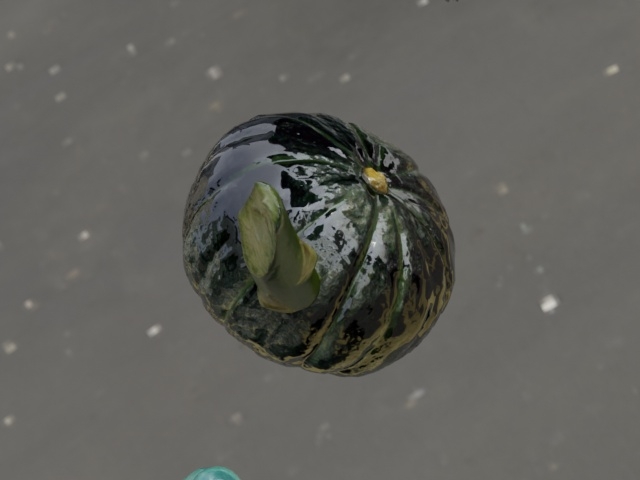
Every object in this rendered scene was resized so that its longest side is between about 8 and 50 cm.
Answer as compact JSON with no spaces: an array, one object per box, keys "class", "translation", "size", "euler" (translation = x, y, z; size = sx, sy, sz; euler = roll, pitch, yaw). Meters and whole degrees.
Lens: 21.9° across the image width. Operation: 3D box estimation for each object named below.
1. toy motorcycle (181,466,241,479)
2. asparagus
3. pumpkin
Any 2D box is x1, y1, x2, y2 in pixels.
[{"class":"toy motorcycle","translation":[-0.073,0.258,1.301],"size":[0.296,0.198,0.109],"euler":[-10,35,36]},{"class":"asparagus","translation":[-0.029,0.007,1.046],"size":[0.045,0.178,0.041],"euler":[16,75,12]},{"class":"pumpkin","translation":[0.000,0.000,1.276],"size":[0.162,0.220,0.220],"euler":[-47,14,36]}]
